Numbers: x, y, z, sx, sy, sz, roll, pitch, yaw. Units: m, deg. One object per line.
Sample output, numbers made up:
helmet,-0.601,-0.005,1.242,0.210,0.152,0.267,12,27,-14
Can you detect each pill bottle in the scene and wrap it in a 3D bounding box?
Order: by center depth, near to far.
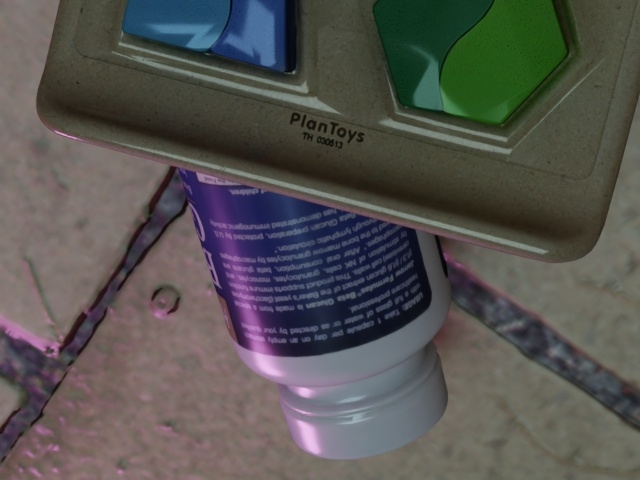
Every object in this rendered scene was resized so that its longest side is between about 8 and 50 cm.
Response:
pill bottle,0.000,0.000,0.768,0.094,0.094,0.169,-7,115,19

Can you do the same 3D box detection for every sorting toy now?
sorting toy,0.067,-0.113,0.659,0.307,0.041,0.229,15,92,8
